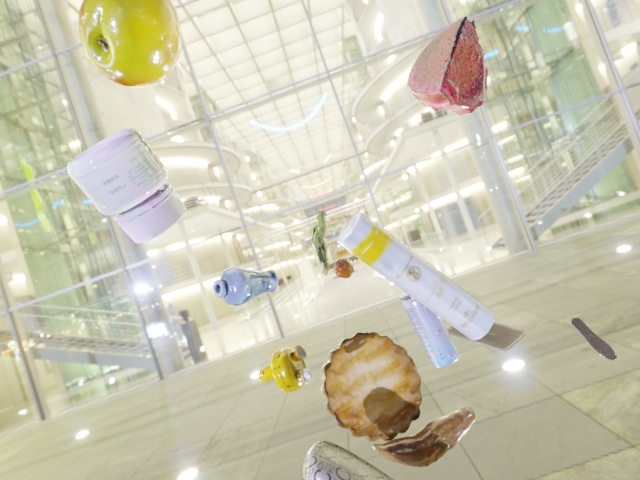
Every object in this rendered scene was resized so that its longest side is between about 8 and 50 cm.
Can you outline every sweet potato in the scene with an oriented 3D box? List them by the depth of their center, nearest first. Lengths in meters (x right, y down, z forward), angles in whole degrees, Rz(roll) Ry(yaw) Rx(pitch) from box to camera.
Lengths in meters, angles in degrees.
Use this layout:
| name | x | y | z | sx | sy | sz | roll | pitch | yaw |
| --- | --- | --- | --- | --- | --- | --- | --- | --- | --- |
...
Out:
| name | x | y | z | sx | sy | sz | roll | pitch | yaw |
| --- | --- | --- | --- | --- | --- | --- | --- | --- | --- |
| sweet potato | 0.327 | 0.583 | 1.245 | 0.353 | 0.106 | 0.096 | -12 | -45 | -21 |

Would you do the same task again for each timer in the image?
| name | x | y | z | sx | sy | sz | roll | pitch | yaw |
| --- | --- | --- | --- | --- | --- | --- | --- | --- | --- |
| timer | -0.086 | 0.319 | 1.046 | 0.109 | 0.107 | 0.107 | -26 | -4 | 19 |

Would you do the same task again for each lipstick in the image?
| name | x | y | z | sx | sy | sz | roll | pitch | yaw |
| --- | --- | --- | --- | --- | --- | --- | --- | --- | --- |
| lipstick | 0.146 | 0.056 | 0.639 | 0.059 | 0.263 | 0.059 | -53 | 9 | 13 |

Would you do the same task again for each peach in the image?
| name | x | y | z | sx | sy | sz | roll | pitch | yaw |
| --- | --- | --- | --- | --- | --- | --- | --- | --- | --- |
| peach | -0.423 | -0.465 | 0.965 | 0.230 | 0.231 | 0.231 | -19 | -2 | -1 |

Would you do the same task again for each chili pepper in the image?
| name | x | y | z | sx | sy | sz | roll | pitch | yaw |
| --- | --- | --- | --- | --- | --- | --- | --- | --- | --- |
| chili pepper | 0.000 | 0.000 | 1.752 | 0.076 | 0.085 | 0.359 | 14 | 35 | -11 |

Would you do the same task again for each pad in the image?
| name | x | y | z | sx | sy | sz | roll | pitch | yaw |
| --- | --- | --- | --- | --- | --- | --- | --- | --- | --- |
| pad | 0.636 | 0.355 | 1.657 | 0.176 | 0.002 | 0.266 | -22 | 19 | -34 |

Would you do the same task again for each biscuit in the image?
| name | x | y | z | sx | sy | sz | roll | pitch | yaw |
| --- | --- | --- | --- | --- | --- | --- | --- | --- | --- |
| biscuit | 0.155 | 0.453 | 1.331 | 0.325 | 0.326 | 0.107 | -18 | -20 | -21 |

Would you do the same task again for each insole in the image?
| name | x | y | z | sx | sy | sz | roll | pitch | yaw |
| --- | --- | --- | --- | --- | --- | --- | --- | --- | --- |
| insole | 0.723 | 0.259 | 1.131 | 0.044 | 0.135 | 0.002 | -20 | -38 | -16 |

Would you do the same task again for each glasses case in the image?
| name | x | y | z | sx | sy | sz | roll | pitch | yaw |
| --- | --- | --- | --- | --- | --- | --- | --- | --- | --- |
| glasses case | 0.117 | 0.584 | 0.964 | 0.085 | 0.354 | 0.137 | -56 | 0 | 15 |

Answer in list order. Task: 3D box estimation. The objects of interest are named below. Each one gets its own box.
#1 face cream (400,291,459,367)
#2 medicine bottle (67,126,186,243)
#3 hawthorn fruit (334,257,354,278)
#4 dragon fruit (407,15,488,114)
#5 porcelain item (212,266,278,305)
| name | x | y | z | sx | sy | sz | roll | pitch | yaw |
| --- | --- | --- | --- | --- | --- | --- | --- | --- | --- |
| face cream | 0.274 | 0.209 | 1.104 | 0.075 | 0.230 | 0.075 | -27 | 0 | 0 |
| medicine bottle | -0.586 | -0.167 | 1.324 | 0.240 | 0.302 | 0.241 | -22 | 28 | 13 |
| hawthorn fruit | 0.082 | 0.097 | 1.522 | 0.077 | 0.077 | 0.077 | -19 | -2 | -1 |
| dragon fruit | 0.316 | -0.415 | 1.059 | 0.189 | 0.262 | 0.163 | 13 | -20 | 27 |
| porcelain item | -0.277 | 0.163 | 1.592 | 0.141 | 0.142 | 0.258 | -21 | -10 | 40 |
